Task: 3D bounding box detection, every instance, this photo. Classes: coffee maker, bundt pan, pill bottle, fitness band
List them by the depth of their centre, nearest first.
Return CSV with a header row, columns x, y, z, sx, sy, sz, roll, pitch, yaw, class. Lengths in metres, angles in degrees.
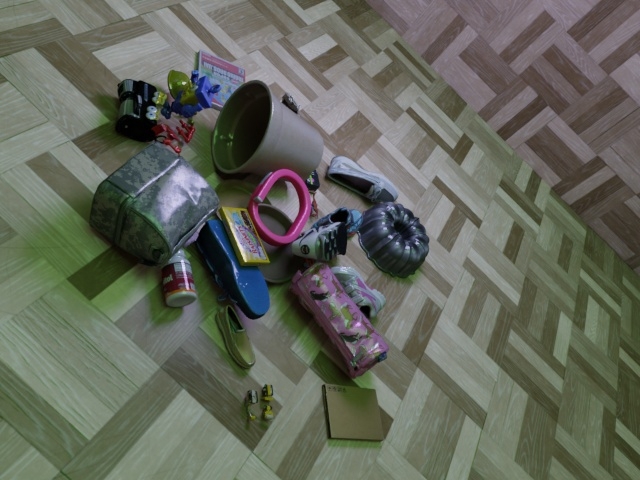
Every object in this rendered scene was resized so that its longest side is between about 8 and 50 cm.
x,y,z,sx,sy,sz,roll,pitch,yaw,class
-0.406,0.105,1.560,0.086,0.086,0.152,4,56,-37,pill bottle
-0.588,-0.420,1.810,0.171,0.120,0.178,41,34,-52,coffee maker
-0.130,-0.113,1.843,0.209,0.054,0.291,48,46,-22,fitness band
0.311,-0.020,2.212,0.330,0.124,0.331,22,47,-26,bundt pan

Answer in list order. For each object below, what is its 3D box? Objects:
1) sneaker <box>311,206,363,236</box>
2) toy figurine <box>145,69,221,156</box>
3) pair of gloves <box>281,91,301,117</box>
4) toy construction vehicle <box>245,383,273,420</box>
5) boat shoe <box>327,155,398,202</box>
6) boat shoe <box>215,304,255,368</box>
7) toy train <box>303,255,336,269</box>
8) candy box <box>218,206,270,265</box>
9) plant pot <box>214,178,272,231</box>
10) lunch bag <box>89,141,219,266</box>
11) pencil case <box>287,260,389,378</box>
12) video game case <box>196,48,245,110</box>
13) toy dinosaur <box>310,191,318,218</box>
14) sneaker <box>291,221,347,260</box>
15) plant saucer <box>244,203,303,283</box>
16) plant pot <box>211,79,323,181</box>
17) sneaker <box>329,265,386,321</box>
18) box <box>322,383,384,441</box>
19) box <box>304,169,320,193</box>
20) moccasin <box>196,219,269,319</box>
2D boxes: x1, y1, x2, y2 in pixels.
x,y,z,sx,sy,sz,roll,pitch,yaw,class
0.090,-0.071,2.068,0.261,0.125,0.104,-24,76,-46,sneaker
-0.407,-0.464,1.831,0.191,0.217,0.363,54,24,-37,toy figurine
-0.085,-0.469,2.186,0.042,0.204,0.240,-32,85,-15,pair of gloves
-0.170,0.452,1.532,0.085,0.035,0.098,18,51,-43,toy construction vehicle
0.175,-0.233,2.275,0.320,0.118,0.103,30,50,-12,boat shoe
-0.238,0.275,1.577,0.068,0.072,0.190,-22,75,-46,boat shoe
-0.022,0.047,1.952,0.166,0.046,0.125,-19,82,-48,toy train
-0.234,-0.012,1.683,0.105,0.027,0.206,1,55,-47,candy box
-0.265,-0.104,1.875,0.236,0.032,0.237,22,48,-26,plant pot
-0.459,-0.092,1.556,0.255,0.213,0.305,32,42,2,lunch bag
0.055,0.249,1.776,0.160,0.167,0.386,-34,82,-12,pencil case
-0.391,-0.618,2.170,0.203,0.025,0.285,16,50,-30,video game case
-0.027,-0.125,2.062,0.047,0.090,0.082,-2,27,-22,toy dinosaur
0.000,0.000,1.881,0.330,0.146,0.123,-10,100,-70,sneaker
-0.174,0.012,1.819,0.277,0.041,0.278,19,59,-36,plant saucer
-0.169,-0.351,1.964,0.305,0.333,0.334,19,48,-43,plant pot
0.117,0.188,1.910,0.252,0.103,0.111,36,41,-10,sneaker
0.101,0.532,1.695,0.201,0.021,0.165,15,51,-31,box
-0.045,-0.234,2.138,0.062,0.052,0.083,12,51,-32,box
-0.266,0.096,1.666,0.137,0.117,0.342,1,54,-52,moccasin
